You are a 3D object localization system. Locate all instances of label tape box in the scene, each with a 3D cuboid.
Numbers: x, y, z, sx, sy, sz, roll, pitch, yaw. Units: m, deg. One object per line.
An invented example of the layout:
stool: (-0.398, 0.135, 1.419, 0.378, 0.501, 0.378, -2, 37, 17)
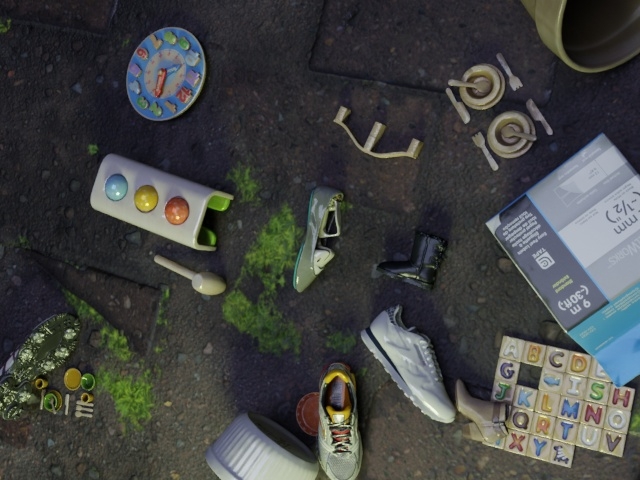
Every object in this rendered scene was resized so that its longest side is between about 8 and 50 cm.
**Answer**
label tape box: (0.481, 0.035, 1.546, 0.249, 0.115, 0.347, -39, 69, 15)

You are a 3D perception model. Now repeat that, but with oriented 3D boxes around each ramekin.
ramekin: (-0.100, 0.409, 1.727, 0.207, 0.207, 0.109, 35, 91, 23)

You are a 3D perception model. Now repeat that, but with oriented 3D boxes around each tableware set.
tableware set: (0.316, -0.238, 1.686, 0.128, 0.039, 0.194, -34, 73, 18)
tableware set: (-0.559, 0.330, 2.033, 0.154, 0.024, 0.104, 4, 86, 25)

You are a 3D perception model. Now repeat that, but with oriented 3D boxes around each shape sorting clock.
shape sorting clock: (-0.333, -0.357, 1.988, 0.206, 0.040, 0.206, -2, 84, 24)

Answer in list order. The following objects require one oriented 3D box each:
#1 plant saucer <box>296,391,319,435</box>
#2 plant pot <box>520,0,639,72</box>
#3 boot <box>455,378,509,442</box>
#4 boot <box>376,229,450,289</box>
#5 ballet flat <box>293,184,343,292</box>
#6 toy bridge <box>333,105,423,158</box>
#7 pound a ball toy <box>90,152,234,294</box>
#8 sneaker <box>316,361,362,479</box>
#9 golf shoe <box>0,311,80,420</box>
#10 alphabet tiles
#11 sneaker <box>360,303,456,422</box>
plant saucer: (-0.007, 0.334, 1.791, 0.083, 0.013, 0.083, -3, 83, 24)
plant pot: (0.429, -0.487, 1.541, 0.323, 0.323, 0.280, -49, 52, 12)
boot: (0.288, 0.298, 1.644, 0.087, 0.042, 0.118, -14, 77, 25)
boot: (0.173, 0.030, 1.723, 0.121, 0.045, 0.099, 18, 95, 17)
ballet flat: (0.000, 0.000, 1.789, 0.068, 0.072, 0.213, 11, 89, 20)
toy bridge: (0.103, -0.197, 1.785, 0.188, 0.026, 0.063, 27, 97, 24)
pound a ball toy: (-0.325, -0.036, 1.902, 0.319, 0.136, 0.208, 21, 94, 25)
sneaker: (0.029, 0.340, 1.720, 0.088, 0.093, 0.225, -6, 84, 2)
golf shoe: (-0.641, 0.257, 2.032, 0.273, 0.105, 0.120, -51, 35, -5)
alphabet tiles: (0.413, 0.286, 1.611, 0.237, 0.009, 0.198, 11, 89, 25)
sneaker: (0.175, 0.225, 1.685, 0.095, 0.090, 0.235, -42, 72, 5)
